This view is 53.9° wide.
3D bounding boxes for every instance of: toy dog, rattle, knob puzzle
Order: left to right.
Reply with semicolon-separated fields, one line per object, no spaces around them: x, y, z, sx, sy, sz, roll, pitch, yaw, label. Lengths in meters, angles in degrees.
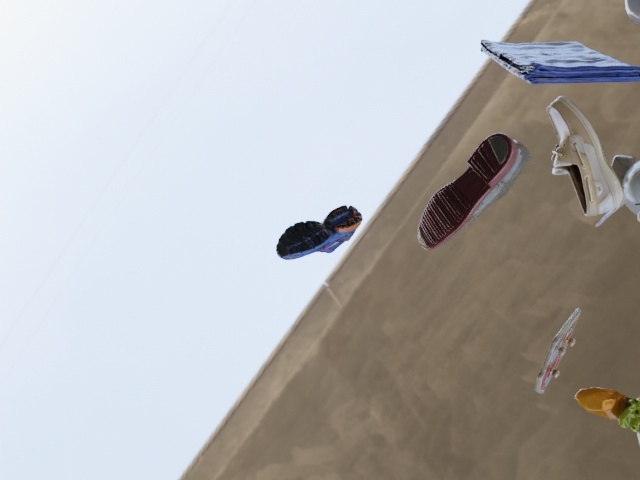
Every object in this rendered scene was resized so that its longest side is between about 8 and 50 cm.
0.531;0.268;1.406;0.030;0.213;0.213;26;-101;29;knob puzzle
0.527;0.333;1.049;0.130;0.142;0.200;110;-5;-46;rattle
0.561;-0.061;1.084;0.220;0.333;0.161;12;-74;50;toy dog

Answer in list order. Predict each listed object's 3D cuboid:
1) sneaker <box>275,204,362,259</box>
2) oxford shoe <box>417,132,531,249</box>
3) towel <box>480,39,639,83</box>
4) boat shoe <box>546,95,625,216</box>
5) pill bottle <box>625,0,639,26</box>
0.000;0.000;1.410;0.221;0.087;0.083;-21;-127;-26;sneaker
0.373;-0.097;1.519;0.348;0.130;0.123;-50;-132;33;oxford shoe
0.494;-0.385;1.322;0.243;0.040;0.336;-1;-153;-3;towel
0.342;-0.111;0.843;0.059;0.063;0.170;-25;-101;5;boat shoe
0.720;-0.421;1.178;0.162;0.278;0.162;-39;-139;45;pill bottle
